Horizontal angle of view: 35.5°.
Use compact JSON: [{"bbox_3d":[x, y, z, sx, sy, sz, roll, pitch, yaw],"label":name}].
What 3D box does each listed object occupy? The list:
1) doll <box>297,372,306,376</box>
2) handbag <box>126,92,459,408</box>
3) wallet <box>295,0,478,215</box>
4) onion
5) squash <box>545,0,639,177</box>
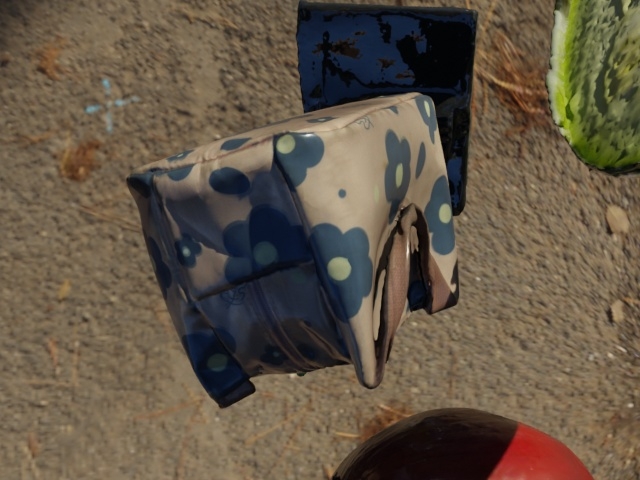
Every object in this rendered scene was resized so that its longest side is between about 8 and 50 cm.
[{"bbox_3d":[-0.010,0.168,1.783,0.106,0.186,0.134,25,53,-1],"label":"doll"},{"bbox_3d":[0.000,0.000,0.764,0.190,0.251,0.193,-9,99,28],"label":"handbag"},{"bbox_3d":[0.090,-0.179,1.413,0.247,0.041,0.323,4,122,8],"label":"wallet"},{"bbox_3d":[0.122,0.331,1.006,0.341,0.341,0.341,-3,81,20],"label":"onion"},{"bbox_3d":[0.258,-0.176,0.727,0.210,0.309,0.233,51,138,1],"label":"squash"}]
